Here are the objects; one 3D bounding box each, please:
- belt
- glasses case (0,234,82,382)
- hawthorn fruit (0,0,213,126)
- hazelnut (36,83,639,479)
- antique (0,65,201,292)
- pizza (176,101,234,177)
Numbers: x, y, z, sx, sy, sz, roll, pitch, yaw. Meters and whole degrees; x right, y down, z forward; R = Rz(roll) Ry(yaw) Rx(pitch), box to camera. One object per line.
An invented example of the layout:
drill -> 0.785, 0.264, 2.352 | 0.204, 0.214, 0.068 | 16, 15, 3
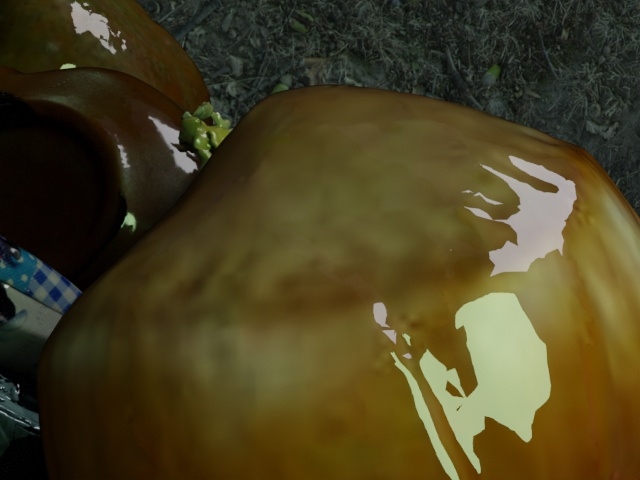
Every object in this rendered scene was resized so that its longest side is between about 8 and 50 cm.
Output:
belt -> -0.163, 0.109, 0.802 | 0.105, 0.058, 0.140 | 33, 2, 42
glasses case -> -0.264, 0.006, 0.828 | 0.327, 0.076, 0.125 | 33, -30, -31
hawthorn fruit -> -0.217, -0.080, 1.271 | 0.301, 0.268, 0.268 | 42, 0, -21
hazelnut -> 0.037, 0.105, 0.725 | 0.372, 0.315, 0.372 | 30, 48, -40
antique -> -0.177, -0.015, 1.018 | 0.278, 0.223, 0.129 | 46, 6, 27
pizza -> 0.000, 0.000, 0.960 | 0.287, 0.075, 0.280 | 43, 19, -54
